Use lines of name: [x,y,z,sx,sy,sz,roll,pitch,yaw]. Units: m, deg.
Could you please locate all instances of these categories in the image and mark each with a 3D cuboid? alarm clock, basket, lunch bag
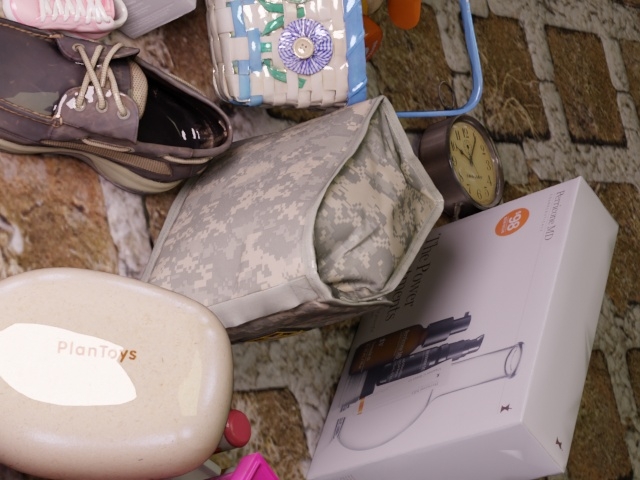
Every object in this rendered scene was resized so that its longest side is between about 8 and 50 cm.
alarm clock: [0.174,-0.112,2.392,0.129,0.064,0.192,5,73,-53]
basket: [0.024,-0.243,1.991,0.289,0.201,0.254,-10,97,-15]
lunch bag: [-0.038,0.008,1.880,0.169,0.235,0.287,60,35,-22]

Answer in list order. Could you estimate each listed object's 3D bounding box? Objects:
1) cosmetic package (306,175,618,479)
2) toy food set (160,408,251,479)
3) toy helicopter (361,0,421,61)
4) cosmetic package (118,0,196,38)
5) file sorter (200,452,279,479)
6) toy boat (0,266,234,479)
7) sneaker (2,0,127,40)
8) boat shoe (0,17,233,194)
cosmetic package: [0.163,0.120,2.071,0.097,0.284,0.377,51,38,-28]
toy food set: [-0.124,0.174,1.798,0.232,0.104,0.111,41,44,-37]
toy helicopter: [0.096,-0.350,2.167,0.140,0.355,0.235,44,22,14]
cosmetic package: [-0.232,-0.323,1.887,0.238,0.107,0.127,33,48,-39]
file sorter: [-0.082,0.380,1.692,0.290,0.182,0.202,55,38,-21]
toy boat: [-0.221,0.180,1.607,0.267,0.148,0.318,12,67,-4]
sneaker: [-0.247,-0.232,1.848,0.134,0.070,0.051,10,69,-51]
boat shoe: [-0.221,-0.147,1.789,0.355,0.130,0.132,17,61,-50]
